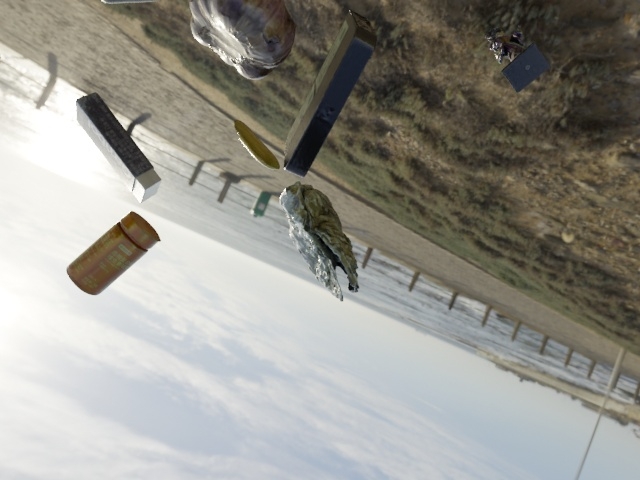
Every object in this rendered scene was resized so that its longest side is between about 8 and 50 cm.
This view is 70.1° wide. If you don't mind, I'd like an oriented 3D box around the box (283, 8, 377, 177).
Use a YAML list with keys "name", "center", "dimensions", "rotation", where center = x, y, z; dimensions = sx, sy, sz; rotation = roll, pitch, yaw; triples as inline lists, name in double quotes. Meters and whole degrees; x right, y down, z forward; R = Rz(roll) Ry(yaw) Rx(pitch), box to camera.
- name: "box"
  center: [0.013, -0.330, 1.044]
  dimensions: [0.058, 0.350, 0.211]
  rotation: [21, -146, -16]

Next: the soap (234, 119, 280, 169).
- name: "soap"
  center: [-0.164, -0.241, 1.169]
  dimensions: [0.168, 0.033, 0.089]
  rotation: [52, -163, 21]

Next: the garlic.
- name: "garlic"
  center: [-0.154, -0.458, 0.951]
  dimensions: [0.245, 0.160, 0.245]
  rotation: [25, 160, 10]

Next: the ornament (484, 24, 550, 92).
- name: "ornament"
  center: [0.425, -0.433, 1.015]
  dimensions: [0.081, 0.203, 0.088]
  rotation: [-33, 132, 31]

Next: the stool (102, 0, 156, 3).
- name: "stool"
  center: [-0.393, -0.598, 0.909]
  dimensions: [0.232, 0.141, 0.232]
  rotation: [-18, 174, -2]

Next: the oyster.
- name: "oyster"
  center: [0.000, 0.000, 0.917]
  dimensions: [0.198, 0.112, 0.268]
  rotation: [-100, -14, -77]

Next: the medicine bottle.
- name: "medicine bottle"
  center: [-0.467, 0.030, 1.034]
  dimensions: [0.096, 0.192, 0.096]
  rotation: [49, 179, 2]

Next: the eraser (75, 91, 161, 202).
- name: "eraser"
  center: [-0.405, -0.183, 0.916]
  dimensions: [0.212, 0.046, 0.092]
  rotation: [54, 150, -5]
